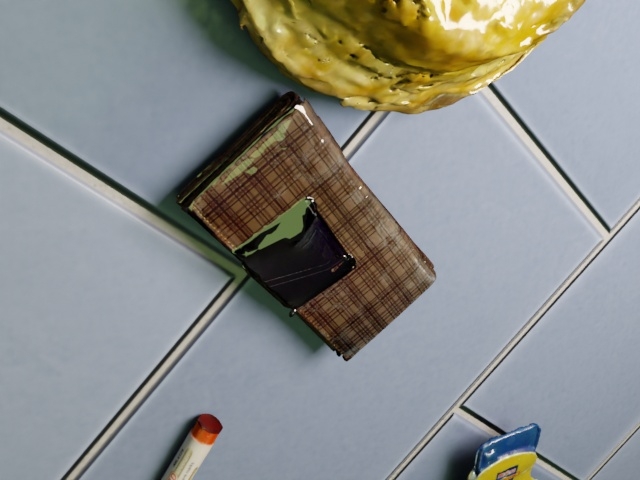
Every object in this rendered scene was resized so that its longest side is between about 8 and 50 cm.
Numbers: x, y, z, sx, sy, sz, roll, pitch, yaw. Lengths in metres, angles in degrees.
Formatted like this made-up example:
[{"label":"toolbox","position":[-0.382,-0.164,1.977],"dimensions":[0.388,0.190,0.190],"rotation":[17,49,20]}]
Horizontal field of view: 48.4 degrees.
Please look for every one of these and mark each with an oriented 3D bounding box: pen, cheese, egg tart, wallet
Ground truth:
[{"label":"pen","position":[-0.152,0.251,0.654],"dimensions":[0.026,0.026,0.218],"rotation":[23,105,-35]},{"label":"cheese","position":[0.210,0.328,0.859],"dimensions":[0.177,0.069,0.270],"rotation":[-14,122,-20]},{"label":"egg tart","position":[0.086,-0.225,0.445],"dimensions":[0.341,0.129,0.341],"rotation":[-12,121,-20]},{"label":"wallet","position":[0.000,0.000,0.581],"dimensions":[0.124,0.042,0.230],"rotation":[-44,130,-2]}]
